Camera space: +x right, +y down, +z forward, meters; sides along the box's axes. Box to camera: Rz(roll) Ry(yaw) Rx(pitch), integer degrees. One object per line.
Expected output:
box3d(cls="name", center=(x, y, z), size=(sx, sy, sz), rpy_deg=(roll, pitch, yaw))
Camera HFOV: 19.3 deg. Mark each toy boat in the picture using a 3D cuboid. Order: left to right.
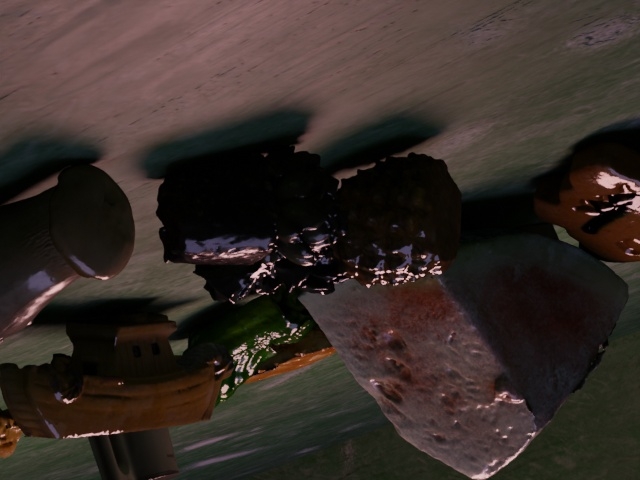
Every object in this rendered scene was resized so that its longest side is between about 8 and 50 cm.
box3d(cls="toy boat", center=(-0.200, 0.130, 1.856), size=(0.089, 0.121, 0.321), rpy_deg=(5, -179, 30))

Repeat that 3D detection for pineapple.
box3d(cls="pineapple", center=(0.000, 0.000, 1.592), size=(0.237, 0.111, 0.119), rpy_deg=(-12, 140, 22))

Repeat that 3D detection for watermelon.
box3d(cls="watermelon", center=(0.167, 0.121, 1.981), size=(0.387, 0.258, 0.228), rpy_deg=(12, 165, -43))

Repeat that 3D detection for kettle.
box3d(cls="kettle", center=(-0.223, 0.211, 2.159), size=(0.098, 0.148, 0.127), rpy_deg=(-14, 168, -14))

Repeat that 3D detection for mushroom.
box3d(cls="mushroom", center=(-0.238, 0.027, 1.361), size=(0.108, 0.096, 0.247), rpy_deg=(25, 140, -35))

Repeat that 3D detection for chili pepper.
box3d(cls="chili pepper", center=(-0.092, 0.114, 2.071), size=(0.099, 0.083, 0.253), rpy_deg=(-12, 163, -34))

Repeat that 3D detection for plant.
box3d(cls="plant", center=(-0.051, -0.021, 1.427), size=(0.143, 0.092, 0.094), rpy_deg=(-5, 159, -18))

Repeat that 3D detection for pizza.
box3d(cls="pizza", center=(-0.061, 0.132, 2.259), size=(0.127, 0.058, 0.246), rpy_deg=(-8, 168, -45))

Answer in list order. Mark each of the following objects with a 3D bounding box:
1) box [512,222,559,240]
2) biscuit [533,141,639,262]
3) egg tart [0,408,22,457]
box3d(cls="box", center=(0.226, 0.029, 2.168), size=(0.084, 0.069, 0.122), rpy_deg=(-5, 164, -42))
box3d(cls="biscuit", center=(0.360, -0.022, 1.856), size=(0.301, 0.043, 0.278), rpy_deg=(5, 161, 17))
box3d(cls="egg tart", center=(-0.425, 0.185, 1.788), size=(0.294, 0.123, 0.294), rpy_deg=(-19, 171, -3))
